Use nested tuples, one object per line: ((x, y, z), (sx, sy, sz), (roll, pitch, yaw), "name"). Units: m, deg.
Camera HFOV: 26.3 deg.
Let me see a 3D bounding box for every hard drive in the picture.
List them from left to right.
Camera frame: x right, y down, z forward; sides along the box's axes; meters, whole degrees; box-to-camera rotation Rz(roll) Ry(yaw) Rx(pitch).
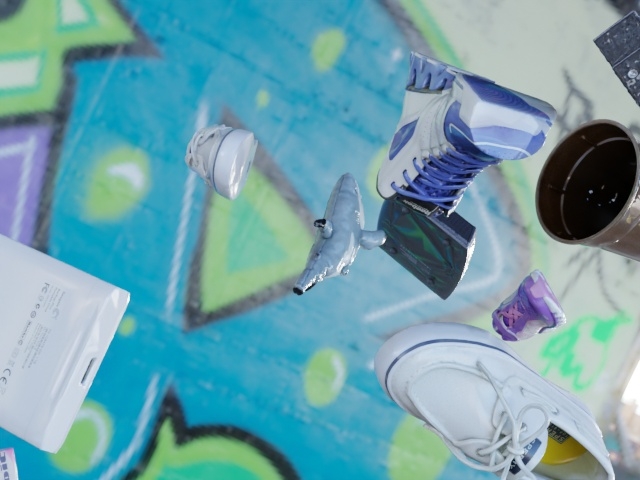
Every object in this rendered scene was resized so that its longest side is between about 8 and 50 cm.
((-0.442, 0.118, 1.886), (0.353, 0.233, 0.047), (21, -6, 33), "hard drive")
((0.174, -0.004, 2.238), (0.172, 0.054, 0.254), (40, -18, 11), "hard drive")
((0.430, -0.068, 1.448), (0.237, 0.064, 0.339), (30, 27, -54), "hard drive")

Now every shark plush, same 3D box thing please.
((0.000, 0.000, 1.389), (0.073, 0.161, 0.067), (15, -48, 32), "shark plush")

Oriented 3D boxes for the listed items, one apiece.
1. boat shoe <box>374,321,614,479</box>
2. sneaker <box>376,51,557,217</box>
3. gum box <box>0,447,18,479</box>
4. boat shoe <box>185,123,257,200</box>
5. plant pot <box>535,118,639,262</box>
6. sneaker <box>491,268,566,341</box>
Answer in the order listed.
((0.219, 0.226, 1.605), (0.367, 0.136, 0.156), (33, 20, -35), "boat shoe")
((0.159, -0.104, 1.598), (0.128, 0.182, 0.315), (15, 11, -16), "sneaker")
((-0.532, 0.438, 2.220), (0.062, 0.188, 0.107), (-11, -4, 11), "gum box")
((-0.136, -0.106, 1.794), (0.084, 0.095, 0.258), (17, -1, -1), "boat shoe")
((0.392, -0.050, 1.756), (0.165, 0.167, 0.167), (21, 3, -35), "plant pot")
((0.331, 0.119, 2.231), (0.236, 0.105, 0.095), (74, -7, -76), "sneaker")
